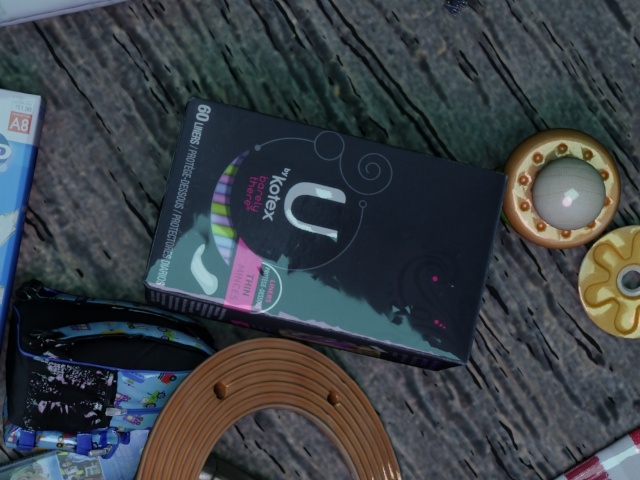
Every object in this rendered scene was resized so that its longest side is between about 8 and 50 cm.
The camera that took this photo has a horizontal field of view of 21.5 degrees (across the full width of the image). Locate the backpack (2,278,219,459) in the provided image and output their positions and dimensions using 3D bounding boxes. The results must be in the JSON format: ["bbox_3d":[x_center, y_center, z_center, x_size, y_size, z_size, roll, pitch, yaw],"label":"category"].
[{"bbox_3d":[-0.177,0.113,1.429,0.173,0.158,0.117,6,106,-15],"label":"backpack"}]

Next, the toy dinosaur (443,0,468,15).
[{"bbox_3d":[0.137,-0.235,1.449,0.090,0.047,0.082,30,77,4],"label":"toy dinosaur"}]

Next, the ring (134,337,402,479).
[{"bbox_3d":[-0.039,0.249,1.399,0.032,0.336,0.337,-12,100,40],"label":"ring"}]

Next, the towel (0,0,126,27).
[{"bbox_3d":[-0.302,-0.325,1.346,0.374,0.090,0.321,-9,97,19],"label":"towel"}]

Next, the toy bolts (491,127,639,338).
[{"bbox_3d":[0.285,-0.031,1.420,0.228,0.158,0.218,-34,98,2],"label":"toy bolts"}]

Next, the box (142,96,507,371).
[{"bbox_3d":[0.000,0.000,1.405,0.270,0.143,0.165,13,82,-4],"label":"box"}]

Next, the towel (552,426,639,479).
[{"bbox_3d":[0.280,0.310,1.528,0.329,0.037,0.237,-32,97,2],"label":"towel"}]

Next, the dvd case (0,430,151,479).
[{"bbox_3d":[-0.232,0.276,1.508,0.253,0.022,0.180,-18,99,0],"label":"dvd case"}]

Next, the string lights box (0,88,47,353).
[{"bbox_3d":[-0.321,-0.005,1.426,0.133,0.077,0.260,10,91,-5],"label":"string lights box"}]

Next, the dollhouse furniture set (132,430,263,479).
[{"bbox_3d":[-0.116,0.261,1.406,0.129,0.184,0.129,27,96,-7],"label":"dollhouse furniture set"}]
